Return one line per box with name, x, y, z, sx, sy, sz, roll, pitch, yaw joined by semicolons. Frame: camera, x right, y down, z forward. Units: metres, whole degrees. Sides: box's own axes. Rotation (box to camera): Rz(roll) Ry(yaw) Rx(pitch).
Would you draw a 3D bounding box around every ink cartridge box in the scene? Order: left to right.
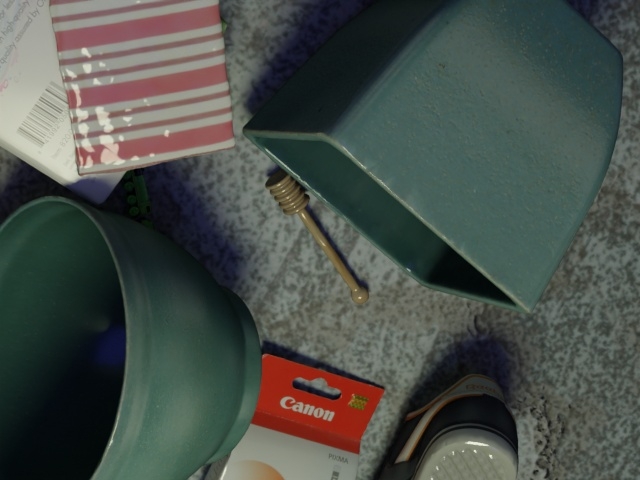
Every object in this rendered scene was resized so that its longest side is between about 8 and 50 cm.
ink cartridge box;-0.287;-0.215;1.567;0.353;0.119;0.207;33;99;-18
ink cartridge box;-0.025;0.216;1.781;0.145;0.045;0.179;19;107;-23

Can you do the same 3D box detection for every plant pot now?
plant pot;-0.179;0.117;1.629;0.196;0.293;0.293;9;108;-39
plant pot;0.127;-0.115;1.611;0.247;0.248;0.252;41;81;-18

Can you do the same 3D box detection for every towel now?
towel;-0.154;-0.159;1.534;0.144;0.029;0.197;-10;112;-8

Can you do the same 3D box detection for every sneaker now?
sneaker;0.110;0.269;1.797;0.126;0.127;0.321;25;127;-10

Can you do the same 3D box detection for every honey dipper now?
honey dipper;0.000;0.000;1.734;0.030;0.030;0.160;-33;114;2

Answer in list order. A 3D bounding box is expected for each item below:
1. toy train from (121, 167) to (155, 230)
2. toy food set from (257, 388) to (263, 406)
toy train;-0.173;-0.035;1.699;0.024;0.017;0.083;-14;110;-15
toy food set;-0.108;0.167;1.775;0.122;0.019;0.078;-28;110;-8
